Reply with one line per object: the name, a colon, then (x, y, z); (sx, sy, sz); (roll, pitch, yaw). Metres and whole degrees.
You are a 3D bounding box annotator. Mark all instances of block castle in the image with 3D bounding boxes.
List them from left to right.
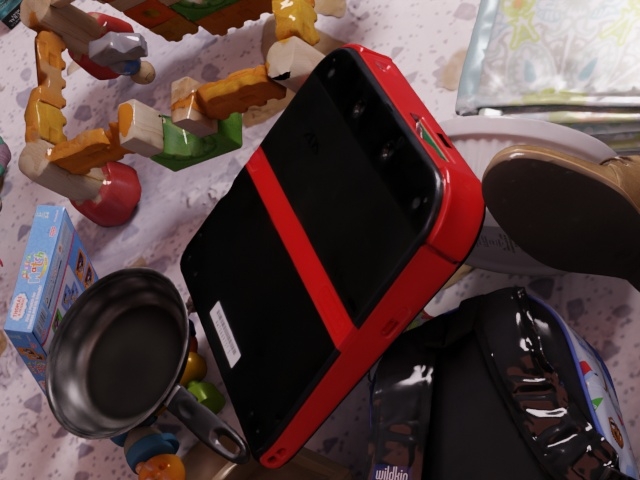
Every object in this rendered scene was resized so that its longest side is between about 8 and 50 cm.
block castle: (-0.142, -0.220, 2.031); (0.453, 0.213, 0.303); (-19, 64, 30)

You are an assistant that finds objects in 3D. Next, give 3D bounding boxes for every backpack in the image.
backpack: (0.172, 0.189, 1.553); (0.277, 0.213, 0.263); (-19, 61, 18)

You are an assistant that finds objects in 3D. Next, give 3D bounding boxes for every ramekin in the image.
ramekin: (0.196, -0.039, 1.696); (0.207, 0.207, 0.109); (0, 72, 33)

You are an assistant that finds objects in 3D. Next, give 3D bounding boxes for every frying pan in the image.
frying pan: (-0.163, 0.127, 1.765); (0.326, 0.053, 0.197); (4, 70, 37)

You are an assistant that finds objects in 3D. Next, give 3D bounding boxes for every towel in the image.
towel: (0.330, -0.258, 1.828); (0.321, 0.090, 0.374); (1, 62, 30)

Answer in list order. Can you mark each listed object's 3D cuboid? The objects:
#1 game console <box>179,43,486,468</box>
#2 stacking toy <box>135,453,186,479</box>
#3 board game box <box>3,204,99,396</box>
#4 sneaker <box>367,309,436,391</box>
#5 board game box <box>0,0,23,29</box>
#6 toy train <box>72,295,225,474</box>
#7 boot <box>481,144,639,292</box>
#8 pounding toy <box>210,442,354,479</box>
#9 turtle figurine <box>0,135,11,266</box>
game console: (0.000, 0.000, 1.698); (0.342, 0.060, 0.386); (-54, 31, 17)
stacking toy: (-0.249, 0.345, 1.779); (0.175, 0.165, 0.302); (31, 69, 26)
board game box: (-0.303, 0.080, 1.931); (0.039, 0.211, 0.160); (4, 61, 11)
sneaker: (0.097, 0.099, 1.757); (0.094, 0.081, 0.208); (-17, 59, 15)
board game box: (-0.416, -0.406, 2.446); (0.186, 0.026, 0.126); (-43, 47, 2)
toy train: (-0.150, 0.140, 1.873); (0.248, 0.105, 0.143); (-39, 58, 5)
boot: (0.270, -0.036, 1.589); (0.112, 0.305, 0.115); (-40, 40, 39)
pounding toy: (-0.048, 0.314, 1.661); (0.181, 0.094, 0.206); (20, 52, 39)
turtle figurine: (-0.479, -0.034, 2.184); (0.175, 0.118, 0.234); (-8, 41, 12)
